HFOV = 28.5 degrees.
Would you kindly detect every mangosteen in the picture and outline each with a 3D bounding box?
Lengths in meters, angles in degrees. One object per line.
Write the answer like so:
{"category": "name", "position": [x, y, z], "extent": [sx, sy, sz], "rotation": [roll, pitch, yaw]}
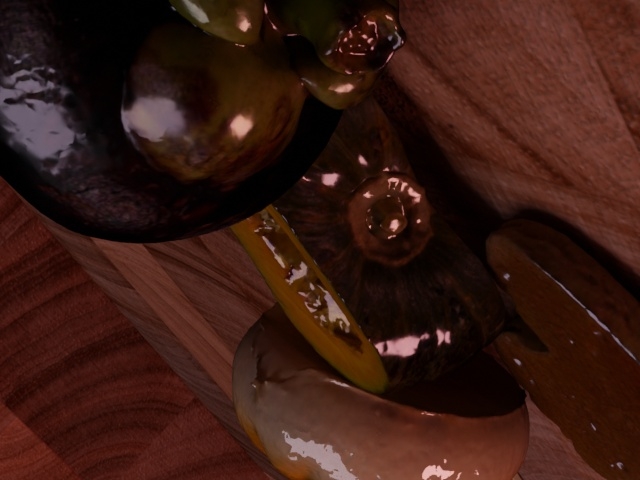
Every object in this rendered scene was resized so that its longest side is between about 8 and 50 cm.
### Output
{"category": "mangosteen", "position": [-0.096, -0.156, 0.790], "extent": [0.297, 0.297, 0.313], "rotation": [45, 120, -5]}

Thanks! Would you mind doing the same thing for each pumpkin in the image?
{"category": "pumpkin", "position": [0.011, -0.013, 1.062], "extent": [0.317, 0.139, 0.222], "rotation": [52, 165, -15]}

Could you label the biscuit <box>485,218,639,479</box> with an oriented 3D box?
{"category": "biscuit", "position": [0.223, 0.097, 1.046], "extent": [0.262, 0.052, 0.277], "rotation": [46, 165, 5]}

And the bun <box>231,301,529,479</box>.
{"category": "bun", "position": [0.046, 0.180, 1.233], "extent": [0.298, 0.165, 0.299], "rotation": [16, -167, -4]}

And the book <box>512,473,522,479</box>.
{"category": "book", "position": [0.196, 0.277, 1.635], "extent": [0.172, 0.012, 0.118], "rotation": [24, 156, 49]}
